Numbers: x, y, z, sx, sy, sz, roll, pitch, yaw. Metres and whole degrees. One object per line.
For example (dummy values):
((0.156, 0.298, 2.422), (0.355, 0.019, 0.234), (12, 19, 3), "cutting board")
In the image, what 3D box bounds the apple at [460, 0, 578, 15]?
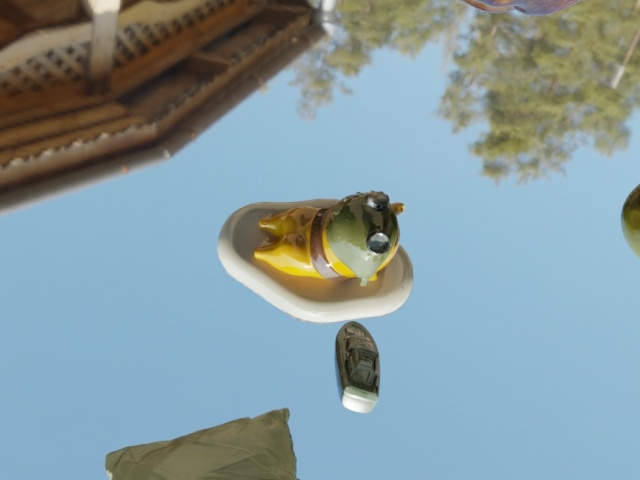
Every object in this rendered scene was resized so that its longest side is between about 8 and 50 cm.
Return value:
((0.113, -0.259, 0.669), (0.230, 0.230, 0.230), (11, -144, -8), "apple")

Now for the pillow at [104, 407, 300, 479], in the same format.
((-0.152, 0.362, 1.339), (0.274, 0.076, 0.281), (-15, -137, -2), "pillow")

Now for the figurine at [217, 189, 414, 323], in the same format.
((0.000, 0.000, 1.190), (0.250, 0.141, 0.166), (7, -112, -2), "figurine")

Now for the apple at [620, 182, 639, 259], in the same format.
((0.574, -0.025, 1.566), (0.196, 0.196, 0.157), (1, -116, -22), "apple")

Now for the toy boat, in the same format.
((0.063, 0.192, 1.647), (0.078, 0.085, 0.260), (18, -162, -6), "toy boat")
